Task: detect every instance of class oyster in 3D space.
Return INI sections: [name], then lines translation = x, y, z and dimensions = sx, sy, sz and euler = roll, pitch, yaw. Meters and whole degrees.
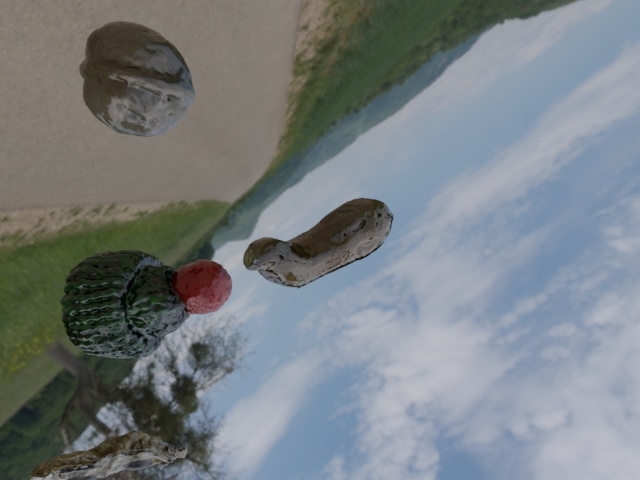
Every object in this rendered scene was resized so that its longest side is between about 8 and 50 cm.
[oyster]
translation = -0.397, 0.427, 1.107
dimensions = 0.128, 0.079, 0.345
euler = -40, 151, 21

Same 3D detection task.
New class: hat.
[hat]
translation = -0.348, 0.133, 1.203
dimensions = 0.331, 0.243, 0.274
euler = -6, -177, 5

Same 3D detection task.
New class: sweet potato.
[sweet potato]
translation = -0.002, 0.005, 0.652
dimensions = 0.233, 0.062, 0.081
euler = -22, 137, -41

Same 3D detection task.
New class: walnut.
[walnut]
translation = -0.355, -0.307, 1.092
dimensions = 0.224, 0.224, 0.224
euler = -40, -172, 7
